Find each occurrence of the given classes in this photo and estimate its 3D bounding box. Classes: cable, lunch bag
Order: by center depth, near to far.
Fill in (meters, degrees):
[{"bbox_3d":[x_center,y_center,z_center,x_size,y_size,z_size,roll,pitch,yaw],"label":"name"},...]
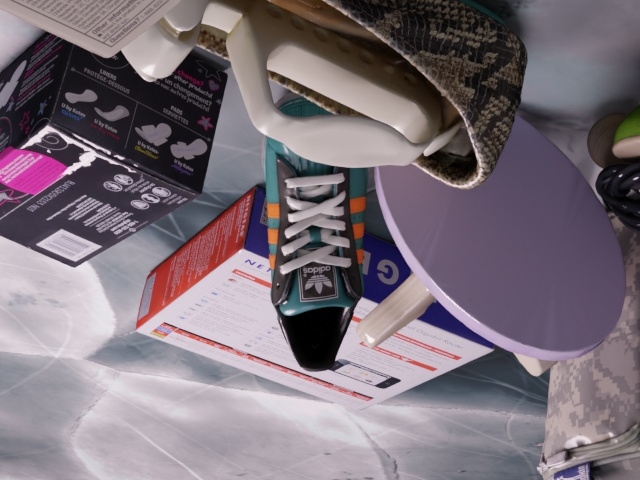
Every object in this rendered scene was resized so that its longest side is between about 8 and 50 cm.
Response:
[{"bbox_3d":[0.310,-0.037,1.095,0.150,0.047,0.184,16,170,28],"label":"cable"},{"bbox_3d":[0.347,0.114,1.239,0.256,0.305,0.212,-10,146,30],"label":"lunch bag"}]

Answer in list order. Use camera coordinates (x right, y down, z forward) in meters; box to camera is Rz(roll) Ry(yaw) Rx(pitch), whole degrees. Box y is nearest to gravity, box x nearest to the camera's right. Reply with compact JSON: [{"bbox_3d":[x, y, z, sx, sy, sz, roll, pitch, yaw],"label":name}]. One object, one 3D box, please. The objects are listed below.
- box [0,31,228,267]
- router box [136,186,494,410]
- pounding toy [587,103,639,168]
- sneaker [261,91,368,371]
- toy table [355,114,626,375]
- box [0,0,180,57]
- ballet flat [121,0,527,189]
[{"bbox_3d":[-0.226,-0.094,1.216,0.163,0.142,0.247,26,149,-29],"label":"box"},{"bbox_3d":[-0.008,0.085,1.536,0.335,0.082,0.301,23,149,-23],"label":"router box"},{"bbox_3d":[0.331,-0.115,1.059,0.183,0.110,0.237,7,176,-4],"label":"pounding toy"},{"bbox_3d":[0.000,0.000,1.258,0.108,0.121,0.302,-5,130,-2],"label":"sneaker"},{"bbox_3d":[0.149,0.007,1.194,0.252,0.274,0.161,-22,163,-13],"label":"toy table"},{"bbox_3d":[-0.192,-0.231,0.714,0.148,0.121,0.311,-34,152,22],"label":"box"},{"bbox_3d":[-0.042,-0.169,0.972,0.483,0.182,0.164,24,150,-24],"label":"ballet flat"}]
